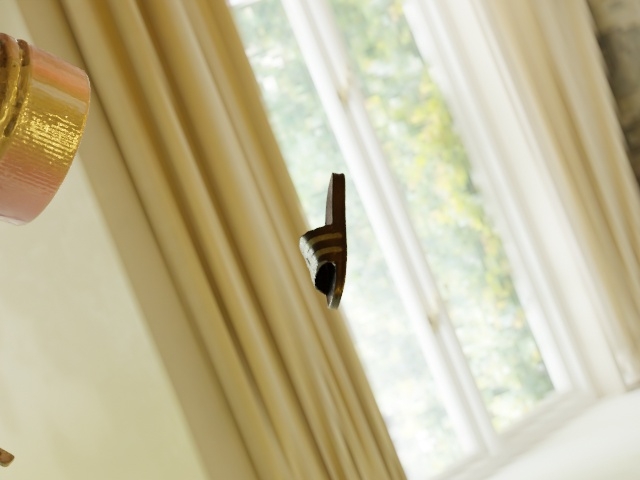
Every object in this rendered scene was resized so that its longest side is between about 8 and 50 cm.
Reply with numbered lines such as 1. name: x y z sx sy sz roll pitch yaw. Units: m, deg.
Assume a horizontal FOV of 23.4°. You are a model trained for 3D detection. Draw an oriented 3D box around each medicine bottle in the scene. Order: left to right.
1. medicine bottle: -0.458 -0.168 1.797 0.325 0.256 0.256 21 157 -28

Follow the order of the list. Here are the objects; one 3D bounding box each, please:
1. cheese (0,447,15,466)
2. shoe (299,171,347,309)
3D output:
1. cheese: -0.511 0.262 2.137 0.037 0.192 0.097 -65 173 22
2. shoe: 0.000 0.000 1.708 0.049 0.179 0.071 5 144 -7
